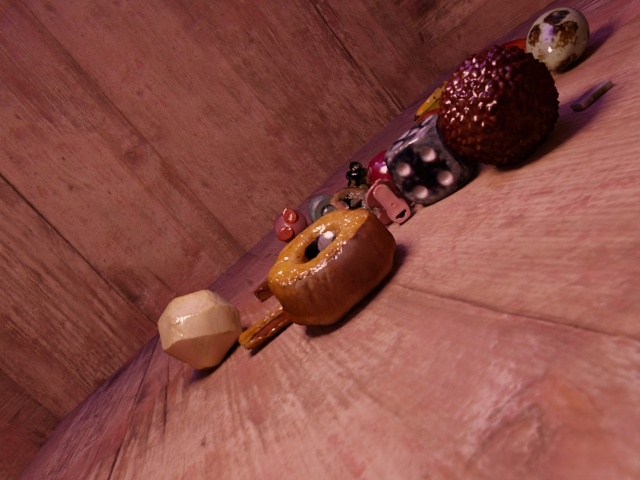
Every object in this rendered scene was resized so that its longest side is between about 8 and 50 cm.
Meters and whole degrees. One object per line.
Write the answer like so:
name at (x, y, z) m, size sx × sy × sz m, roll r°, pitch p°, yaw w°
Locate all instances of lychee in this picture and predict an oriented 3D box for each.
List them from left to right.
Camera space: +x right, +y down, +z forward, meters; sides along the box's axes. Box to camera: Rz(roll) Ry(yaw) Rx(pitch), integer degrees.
lychee at (0.400, -0.291, 0.970) m, size 0.264 × 0.300 × 0.264 m, roll -11°, pitch 52°, yaw 15°

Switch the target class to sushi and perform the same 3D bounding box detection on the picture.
sushi at (-0.201, 0.182, 1.590) m, size 0.120 × 0.052 × 0.055 m, roll -36°, pitch 12°, yaw 24°

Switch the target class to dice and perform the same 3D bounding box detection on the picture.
dice at (0.296, -0.220, 1.155) m, size 0.183 × 0.182 × 0.181 m, roll -29°, pitch 16°, yaw 41°

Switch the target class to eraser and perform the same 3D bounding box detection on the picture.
eraser at (0.605, -0.324, 0.955) m, size 0.083 × 0.019 × 0.038 m, roll -40°, pitch 10°, yaw 3°

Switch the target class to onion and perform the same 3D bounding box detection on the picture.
onion at (0.237, -0.213, 1.453) m, size 0.195 × 0.140 × 0.218 m, roll -8°, pitch 42°, yaw 34°

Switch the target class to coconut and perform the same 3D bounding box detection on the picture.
coconut at (-0.381, 0.289, 1.359) m, size 0.259 × 0.259 × 0.259 m, roll -39°, pitch 11°, yaw 9°

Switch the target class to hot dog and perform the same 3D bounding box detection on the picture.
hot dog at (-0.106, 0.202, 1.177) m, size 0.286 × 0.061 × 0.088 m, roll -38°, pitch 11°, yaw 5°

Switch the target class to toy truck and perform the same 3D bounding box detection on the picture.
toy truck at (0.140, -0.170, 1.585) m, size 0.127 × 0.127 × 0.257 m, roll 99°, pitch -171°, yaw -45°

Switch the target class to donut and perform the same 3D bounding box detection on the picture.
donut at (0.028, 0.055, 1.018) m, size 0.299 × 0.150 × 0.317 m, roll -18°, pitch 28°, yaw 31°

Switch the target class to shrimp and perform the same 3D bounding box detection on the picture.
shrimp at (0.123, -0.117, 1.385) m, size 0.173 × 0.058 × 0.253 m, roll -4°, pitch 32°, yaw -8°

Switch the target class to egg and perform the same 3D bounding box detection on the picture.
egg at (0.709, -0.596, 1.281) m, size 0.169 × 0.169 × 0.231 m, roll -28°, pitch 30°, yaw 48°

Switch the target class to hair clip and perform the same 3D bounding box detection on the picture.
hair clip at (0.191, -0.111, 1.217) m, size 0.123 × 0.138 × 0.102 m, roll -47°, pitch 6°, yaw 5°

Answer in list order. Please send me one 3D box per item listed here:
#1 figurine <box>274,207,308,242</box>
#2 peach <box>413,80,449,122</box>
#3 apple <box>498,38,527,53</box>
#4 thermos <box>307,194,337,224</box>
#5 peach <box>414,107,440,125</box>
figurine at (-0.143, -0.069, 2.080) m, size 0.173 × 0.173 × 0.173 m, roll -39°, pitch 11°, yaw 9°
peach at (0.507, -0.540, 1.761) m, size 0.159 × 0.154 × 0.267 m, roll -54°, pitch 5°, yaw -17°
apple at (0.652, -0.602, 1.501) m, size 0.293 × 0.163 × 0.251 m, roll -40°, pitch 10°, yaw 10°
thermos at (0.013, -0.110, 1.821) m, size 0.286 × 0.145 × 0.182 m, roll -144°, pitch 73°, yaw -81°
peach at (0.398, -0.407, 1.611) m, size 0.279 × 0.068 × 0.189 m, roll -32°, pitch -28°, yaw -5°
